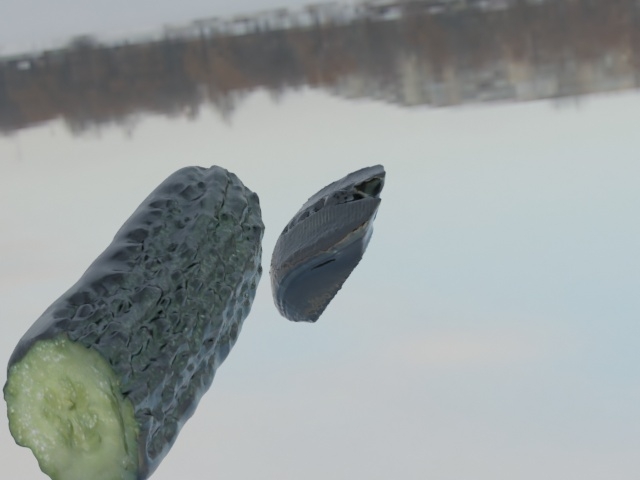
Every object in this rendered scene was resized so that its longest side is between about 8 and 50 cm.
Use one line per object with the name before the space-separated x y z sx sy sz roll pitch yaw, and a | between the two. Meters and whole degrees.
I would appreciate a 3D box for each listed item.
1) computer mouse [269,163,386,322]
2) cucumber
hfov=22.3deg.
computer mouse | 0.000 0.000 1.041 0.135 0.047 0.079 -50 -162 43
cucumber | -0.070 0.030 0.735 0.077 0.077 0.265 -5 -160 16
